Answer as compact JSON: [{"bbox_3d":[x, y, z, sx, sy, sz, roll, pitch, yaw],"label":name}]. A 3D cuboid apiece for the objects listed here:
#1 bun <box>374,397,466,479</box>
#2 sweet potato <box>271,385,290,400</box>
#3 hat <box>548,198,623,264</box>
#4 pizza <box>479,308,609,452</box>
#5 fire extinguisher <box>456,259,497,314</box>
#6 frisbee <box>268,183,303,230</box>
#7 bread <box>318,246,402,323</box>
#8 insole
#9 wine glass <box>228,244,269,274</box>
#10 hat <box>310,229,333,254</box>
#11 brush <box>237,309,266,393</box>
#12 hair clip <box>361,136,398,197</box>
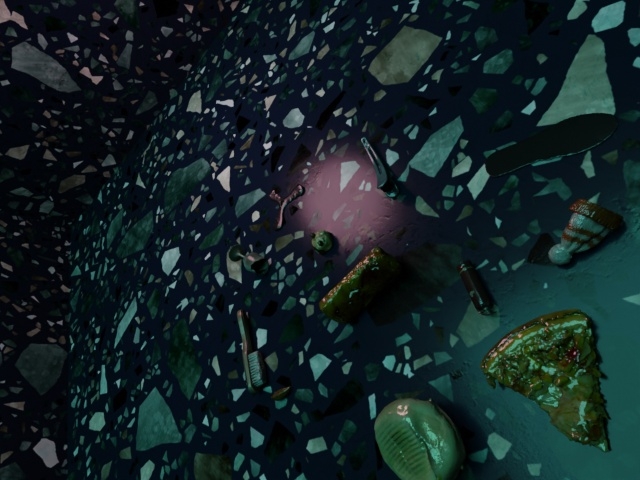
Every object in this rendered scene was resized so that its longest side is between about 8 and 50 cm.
[{"bbox_3d":[0.248,0.487,1.077,0.229,0.145,0.229,28,127,45],"label":"bun"},{"bbox_3d":[-0.132,0.514,1.478,0.095,0.034,0.034,-40,51,28],"label":"sweet potato"},{"bbox_3d":[0.589,-0.010,1.006,0.162,0.112,0.093,-64,16,16],"label":"hat"},{"bbox_3d":[0.485,0.306,0.978,0.251,0.074,0.287,-18,60,39],"label":"pizza"},{"bbox_3d":[0.402,0.128,1.144,0.064,0.043,0.158,118,145,-48],"label":"fire extinguisher"},{"bbox_3d":[-0.166,-0.155,1.796,0.187,0.012,0.211,35,99,45],"label":"frisbee"},{"bbox_3d":[0.118,0.140,1.332,0.271,0.139,0.077,-45,39,17],"label":"bread"},{"bbox_3d":[0.589,-0.247,1.152,0.322,0.007,0.109,-21,58,36],"label":"insole"},{"bbox_3d":[-0.286,0.077,1.765,0.195,0.079,0.079,21,88,46],"label":"wine glass"},{"bbox_3d":[0.000,0.000,1.552,0.076,0.059,0.077,-35,48,21],"label":"hat"},{"bbox_3d":[-0.252,0.393,1.622,0.065,0.070,0.327,-26,53,11],"label":"brush"},{"bbox_3d":[0.189,-0.253,1.487,0.048,0.083,0.275,-44,42,27],"label":"hair clip"}]
